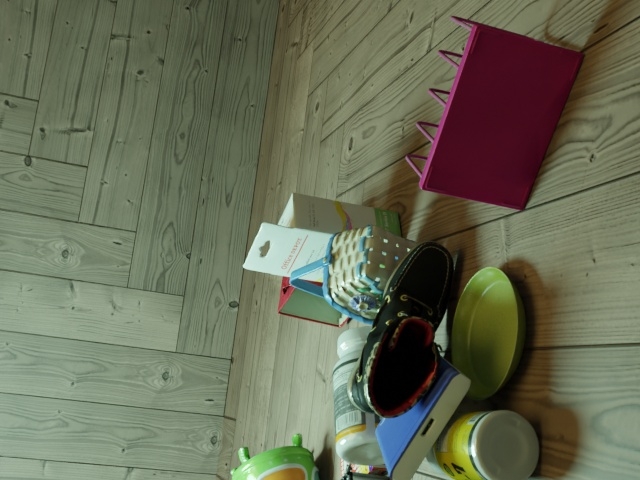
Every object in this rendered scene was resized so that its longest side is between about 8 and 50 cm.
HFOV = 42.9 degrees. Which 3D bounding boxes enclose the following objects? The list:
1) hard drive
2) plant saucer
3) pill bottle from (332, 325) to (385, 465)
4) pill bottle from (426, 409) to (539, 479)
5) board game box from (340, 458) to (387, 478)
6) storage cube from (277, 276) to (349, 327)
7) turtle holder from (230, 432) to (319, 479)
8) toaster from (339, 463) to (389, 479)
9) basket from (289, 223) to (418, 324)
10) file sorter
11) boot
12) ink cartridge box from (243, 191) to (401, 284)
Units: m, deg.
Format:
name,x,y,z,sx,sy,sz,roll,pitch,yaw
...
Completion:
name,x,y,z,sx,sy,sz,roll,pitch,yaw
hard drive,0.182,0.315,1.514,0.210,0.040,0.319,-57,0,-1
plant saucer,0.307,0.169,1.471,0.241,0.037,0.241,-171,90,-74
pill bottle,0.108,0.343,1.811,0.162,0.162,0.278,120,155,-49
pill bottle,0.263,0.348,1.370,0.208,0.119,0.119,144,134,-67
board game box,0.101,0.511,1.932,0.193,0.045,0.146,118,155,-47
storage cube,0.005,0.098,2.214,0.183,0.215,0.193,124,157,-55
turtle holder,-0.125,0.704,2.241,0.320,0.243,0.227,-53,47,39
toaster,0.084,0.615,1.815,0.185,0.110,0.168,118,155,-47
basket,0.096,0.090,1.837,0.289,0.255,0.201,-29,45,57
file sorter,0.293,-0.236,1.468,0.182,0.202,0.290,-113,36,-63
boot,0.170,0.168,1.552,0.377,0.138,0.284,-61,-1,-6
ink cartridge box,0.000,0.000,2.025,0.207,0.353,0.119,120,154,-48
